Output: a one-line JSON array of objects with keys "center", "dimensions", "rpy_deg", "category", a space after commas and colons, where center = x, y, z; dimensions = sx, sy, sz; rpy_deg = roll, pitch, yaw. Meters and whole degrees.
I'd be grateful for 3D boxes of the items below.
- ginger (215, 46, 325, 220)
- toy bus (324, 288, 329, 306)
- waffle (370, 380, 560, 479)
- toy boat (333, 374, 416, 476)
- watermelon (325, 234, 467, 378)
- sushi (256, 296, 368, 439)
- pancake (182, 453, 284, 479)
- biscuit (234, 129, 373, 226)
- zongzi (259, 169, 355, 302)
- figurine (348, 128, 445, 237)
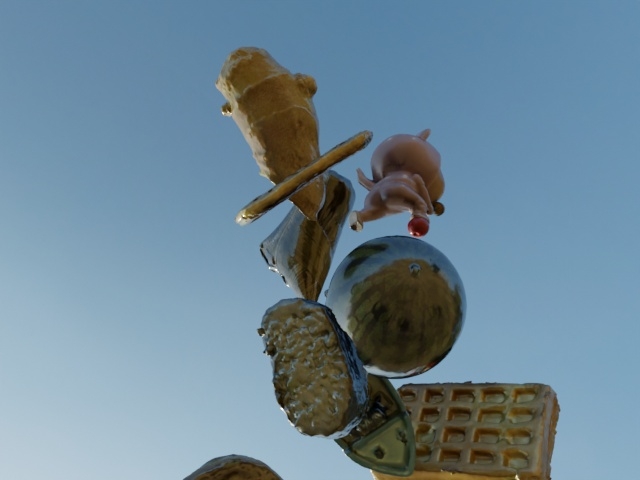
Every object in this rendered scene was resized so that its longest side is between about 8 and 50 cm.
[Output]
[{"center": [-0.076, -0.201, 1.187], "dimensions": [0.190, 0.126, 0.354], "rpy_deg": [-17, -82, 6], "category": "ginger"}, {"center": [0.029, 0.147, 1.169], "dimensions": [0.065, 0.047, 0.166], "rpy_deg": [18, -90, -12], "category": "toy bus"}, {"center": [0.267, 0.370, 1.158], "dimensions": [0.328, 0.224, 0.098], "rpy_deg": [-10, -54, 32], "category": "waffle"}, {"center": [0.056, 0.280, 1.077], "dimensions": [0.145, 0.133, 0.332], "rpy_deg": [-36, -77, 6], "category": "toy boat"}, {"center": [0.109, 0.095, 0.909], "dimensions": [0.212, 0.212, 0.212], "rpy_deg": [-5, -65, -10], "category": "watermelon"}, {"center": [-0.005, 0.134, 0.661], "dimensions": [0.090, 0.150, 0.078], "rpy_deg": [-26, -21, 8], "category": "sushi"}, {"center": [-0.138, 0.492, 1.017], "dimensions": [0.294, 0.294, 0.049], "rpy_deg": [17, -45, -19], "category": "pancake"}, {"center": [-0.026, -0.096, 0.945], "dimensions": [0.247, 0.118, 0.029], "rpy_deg": [-34, -83, -1], "category": "biscuit"}, {"center": [0.000, 0.000, 1.424], "dimensions": [0.134, 0.288, 0.286], "rpy_deg": [28, -75, -29], "category": "zongzi"}, {"center": [0.174, -0.105, 1.330], "dimensions": [0.176, 0.287, 0.186], "rpy_deg": [-30, -65, 37], "category": "figurine"}]
